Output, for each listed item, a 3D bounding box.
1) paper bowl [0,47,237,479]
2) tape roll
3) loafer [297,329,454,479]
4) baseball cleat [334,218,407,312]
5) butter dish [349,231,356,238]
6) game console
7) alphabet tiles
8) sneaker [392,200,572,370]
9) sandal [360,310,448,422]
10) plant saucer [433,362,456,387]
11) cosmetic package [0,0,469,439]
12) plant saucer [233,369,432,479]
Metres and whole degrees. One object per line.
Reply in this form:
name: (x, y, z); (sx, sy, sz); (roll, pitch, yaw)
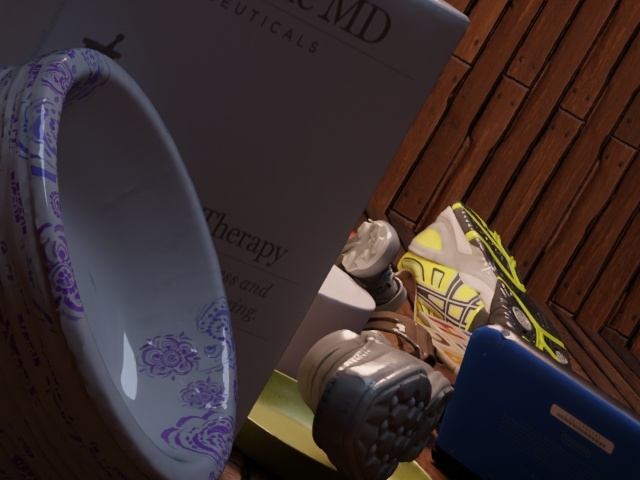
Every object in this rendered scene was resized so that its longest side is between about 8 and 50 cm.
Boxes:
paper bowl: (-0.168, 0.035, 1.197); (0.284, 0.148, 0.284); (-17, 90, -75)
tape roll: (-0.087, 0.037, 2.008); (0.286, 0.100, 0.286); (29, 7, -4)
loafer: (0.029, 0.128, 1.559); (0.111, 0.112, 0.319); (26, -1, 10)
baseball cleat: (0.064, 0.032, 2.151); (0.109, 0.072, 0.206); (35, -14, -13)
butter dish: (0.000, 0.000, 2.526); (0.160, 0.118, 0.160); (29, 8, -5)
game console: (0.274, 0.227, 1.899); (0.293, 0.250, 0.173); (34, 35, 28)
alphabet tiles: (0.258, 0.183, 2.226); (0.342, 0.011, 0.285); (24, 13, -35)
sneaker: (0.210, 0.118, 2.542); (0.145, 0.147, 0.385); (38, 20, -35)
sandal: (0.070, 0.115, 2.123); (0.120, 0.086, 0.303); (31, 4, -19)
plant saucer: (0.183, 0.181, 2.269); (0.168, 0.029, 0.168); (18, 4, -1)
cosmetic package: (-0.173, -0.109, 1.496); (0.329, 0.394, 0.327); (23, 10, -40)
plant saucer: (-0.013, 0.169, 1.645); (0.241, 0.037, 0.241); (30, 7, -4)
